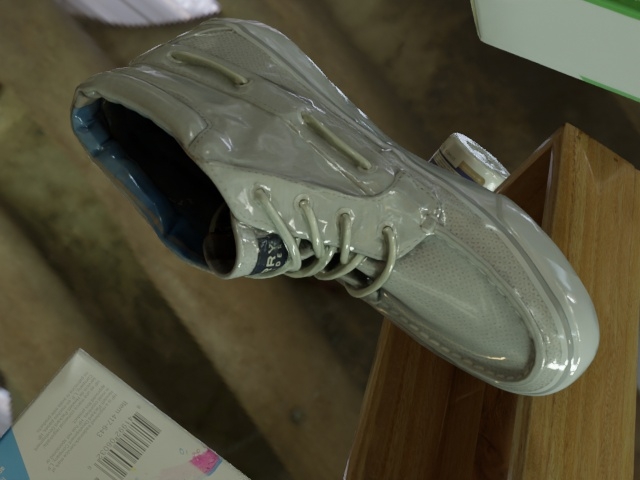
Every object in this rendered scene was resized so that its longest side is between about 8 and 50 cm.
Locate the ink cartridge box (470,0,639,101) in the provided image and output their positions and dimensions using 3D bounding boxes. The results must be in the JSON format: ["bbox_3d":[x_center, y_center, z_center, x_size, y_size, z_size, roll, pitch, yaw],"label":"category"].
[{"bbox_3d":[0.277,-0.262,0.962,0.211,0.121,0.289,27,-107,25],"label":"ink cartridge box"}]

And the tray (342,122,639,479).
[{"bbox_3d":[0.087,0.132,0.697,0.203,0.076,0.411,-48,-165,41],"label":"tray"}]

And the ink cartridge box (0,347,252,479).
[{"bbox_3d":[-0.076,0.132,0.520,0.092,0.143,0.090,-51,178,-22],"label":"ink cartridge box"}]

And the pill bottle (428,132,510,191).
[{"bbox_3d":[0.096,-0.023,1.009,0.120,0.067,0.067,-50,-160,16],"label":"pill bottle"}]

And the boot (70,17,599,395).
[{"bbox_3d":[0.000,0.000,0.574,0.123,0.258,0.095,-34,157,-48],"label":"boot"}]
